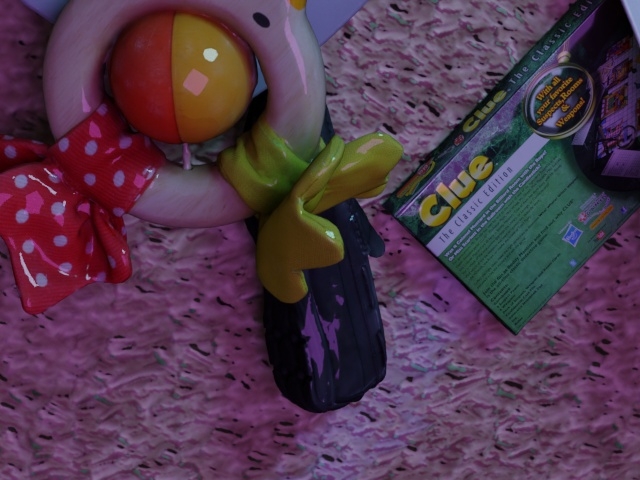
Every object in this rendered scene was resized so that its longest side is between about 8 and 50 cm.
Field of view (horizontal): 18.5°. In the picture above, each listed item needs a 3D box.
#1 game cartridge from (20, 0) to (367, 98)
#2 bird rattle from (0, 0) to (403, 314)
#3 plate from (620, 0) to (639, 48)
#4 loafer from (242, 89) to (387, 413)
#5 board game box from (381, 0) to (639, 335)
[{"bbox_3d":[-0.033,-0.219,1.144,0.198,0.062,0.297,34,105,-31],"label":"game cartridge"},{"bbox_3d":[-0.083,-0.068,1.134,0.254,0.143,0.206,5,110,18],"label":"bird rattle"},{"bbox_3d":[0.345,-0.132,1.251,0.278,0.045,0.277,-21,94,6],"label":"plate"},{"bbox_3d":[0.000,0.000,1.252,0.078,0.076,0.223,-20,112,-32],"label":"loafer"},{"bbox_3d":[0.176,-0.072,1.310,0.259,0.030,0.136,-45,119,0],"label":"board game box"}]
